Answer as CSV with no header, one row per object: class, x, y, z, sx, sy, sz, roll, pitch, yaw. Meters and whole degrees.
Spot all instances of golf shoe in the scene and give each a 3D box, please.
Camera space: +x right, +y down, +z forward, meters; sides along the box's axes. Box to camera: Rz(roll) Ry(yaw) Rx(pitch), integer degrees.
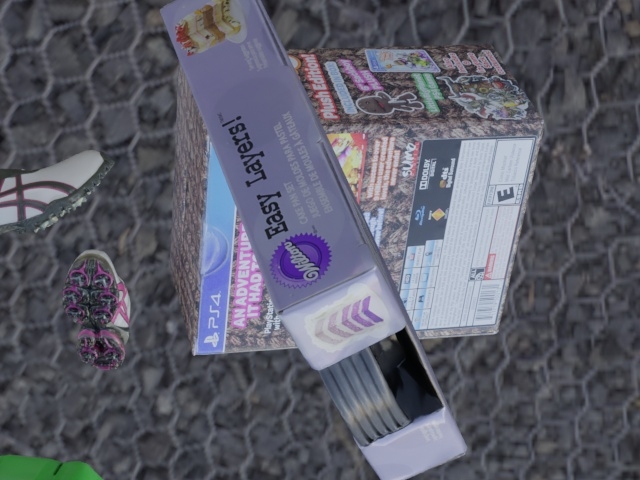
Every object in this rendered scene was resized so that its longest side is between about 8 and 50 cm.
golf shoe,-0.257,0.065,1.666,0.067,0.086,0.186,6,139,2
golf shoe,-0.376,-0.053,1.731,0.120,0.272,0.105,59,157,-6

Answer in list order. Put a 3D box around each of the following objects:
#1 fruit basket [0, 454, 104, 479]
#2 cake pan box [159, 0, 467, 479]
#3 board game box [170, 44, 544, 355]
fruit basket,-0.307,0.467,1.600,0.282,0.392,0.392,0,120,29
cake pan box,0.000,0.000,0.916,0.070,0.267,0.246,-26,145,4
board game box,0.022,-0.039,1.281,0.290,0.141,0.232,-3,126,-15
